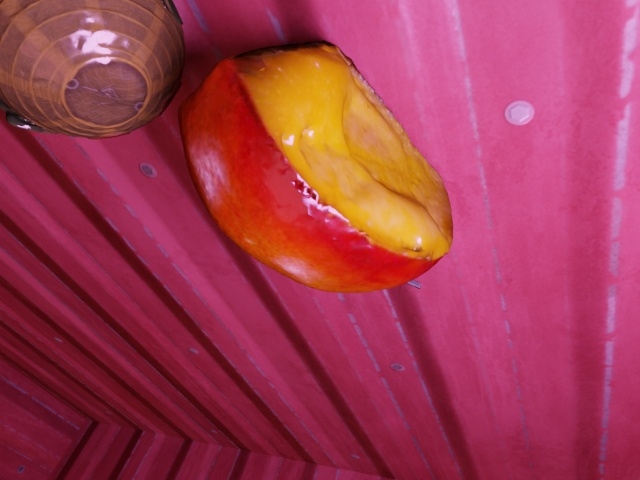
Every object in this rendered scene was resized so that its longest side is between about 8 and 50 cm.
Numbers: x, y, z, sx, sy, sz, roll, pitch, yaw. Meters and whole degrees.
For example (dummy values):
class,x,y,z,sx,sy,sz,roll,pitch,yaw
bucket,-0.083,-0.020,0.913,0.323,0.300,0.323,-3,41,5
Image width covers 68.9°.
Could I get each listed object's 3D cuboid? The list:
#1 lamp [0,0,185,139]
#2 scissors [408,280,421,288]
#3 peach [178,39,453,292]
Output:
class,x,y,z,sx,sy,sz,roll,pitch,yaw
lamp,-0.309,-0.266,0.587,0.284,0.250,0.250,56,146,23
scissors,0.000,0.000,0.842,0.447,0.029,0.192,24,178,-16
peach,-0.014,-0.080,0.606,0.242,0.306,0.380,-22,128,32
